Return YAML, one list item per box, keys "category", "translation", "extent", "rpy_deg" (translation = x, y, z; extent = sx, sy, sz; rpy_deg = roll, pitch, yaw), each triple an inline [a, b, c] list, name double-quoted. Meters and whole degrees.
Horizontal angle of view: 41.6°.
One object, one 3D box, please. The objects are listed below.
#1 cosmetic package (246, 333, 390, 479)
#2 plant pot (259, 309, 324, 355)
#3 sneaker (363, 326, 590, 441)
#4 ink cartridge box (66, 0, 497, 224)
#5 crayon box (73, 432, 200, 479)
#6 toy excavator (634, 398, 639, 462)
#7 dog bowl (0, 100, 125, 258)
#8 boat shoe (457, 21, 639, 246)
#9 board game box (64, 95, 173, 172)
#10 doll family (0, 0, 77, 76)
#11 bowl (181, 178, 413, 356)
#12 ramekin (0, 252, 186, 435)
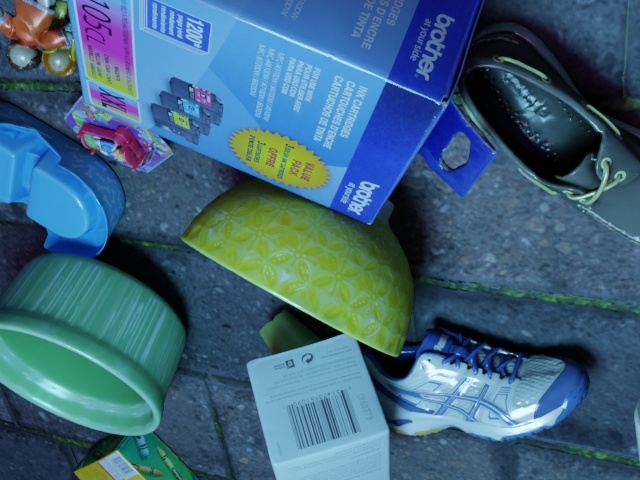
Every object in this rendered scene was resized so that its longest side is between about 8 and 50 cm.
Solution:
- category: "cosmetic package"
  translation: [0.000, 0.246, 1.120]
  extent: [0.151, 0.151, 0.183]
  rpy_deg: [-14, 144, -7]
- category: "plant pot"
  translation: [-0.044, 0.142, 1.191]
  extent: [0.079, 0.083, 0.083]
  rpy_deg: [49, 131, 5]
- category: "sneaker"
  translation: [0.181, 0.172, 1.064]
  extent: [0.297, 0.112, 0.131]
  rpy_deg: [-13, 114, 34]
- category: "ink cartridge box"
  translation: [-0.021, -0.169, 0.794]
  extent: [0.396, 0.151, 0.270]
  rpy_deg: [21, 158, -1]
- category: "crayon box"
  translation: [-0.300, 0.474, 1.552]
  extent: [0.278, 0.081, 0.165]
  rpy_deg: [49, 131, -10]
- category: "toy excavator"
  translation: [0.584, 0.244, 0.802]
  extent: [0.446, 0.433, 0.222]
  rpy_deg: [-14, 118, 3]
- category: "dog bowl"
  translation: [-0.413, -0.093, 1.219]
  extent: [0.297, 0.074, 0.166]
  rpy_deg: [31, 131, 6]
- category: "boat shoe"
  translation: [0.256, -0.088, 0.852]
  extent: [0.305, 0.091, 0.109]
  rpy_deg: [42, 131, -5]
- category: "board game box"
  translation: [-0.272, -0.124, 1.097]
  extent: [0.133, 0.033, 0.169]
  rpy_deg: [33, 157, -20]
- category: "doll family"
  translation: [-0.255, -0.244, 1.022]
  extent: [0.263, 0.118, 0.163]
  rpy_deg: [19, 125, -8]
- category: "bowl"
  translation: [0.000, 0.000, 0.989]
  extent: [0.290, 0.289, 0.156]
  rpy_deg: [28, 88, 8]
- category: "ramekin"
  translation: [-0.351, 0.153, 1.262]
  extent: [0.304, 0.148, 0.303]
  rpy_deg: [15, 146, 11]
